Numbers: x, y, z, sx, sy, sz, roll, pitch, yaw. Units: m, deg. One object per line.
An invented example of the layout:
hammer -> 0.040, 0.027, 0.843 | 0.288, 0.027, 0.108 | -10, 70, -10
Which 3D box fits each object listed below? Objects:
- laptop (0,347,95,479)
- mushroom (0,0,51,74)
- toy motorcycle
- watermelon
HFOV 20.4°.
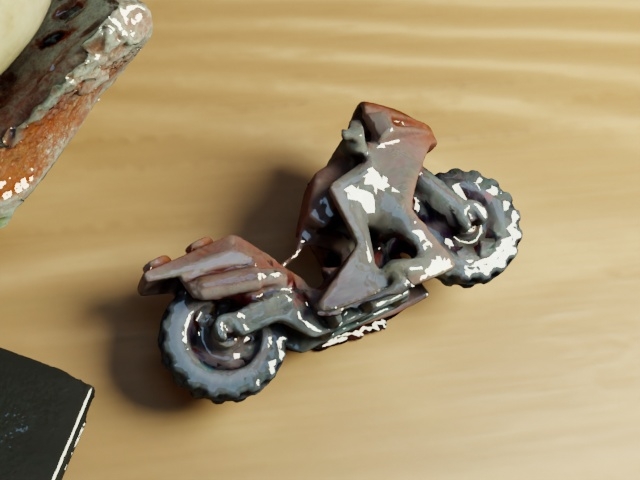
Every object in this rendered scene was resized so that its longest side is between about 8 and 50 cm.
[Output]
laptop -> -0.202, 0.129, 0.845 | 0.135, 0.016, 0.197 | 22, 57, -2
mushroom -> -0.243, -0.155, 0.871 | 0.255, 0.184, 0.254 | 3, 58, -4
toy motorcycle -> 0.000, 0.000, 0.935 | 0.213, 0.084, 0.118 | -25, 79, -21
watermelon -> -0.141, -0.082, 0.922 | 0.071, 0.139, 0.187 | 39, 44, -43
